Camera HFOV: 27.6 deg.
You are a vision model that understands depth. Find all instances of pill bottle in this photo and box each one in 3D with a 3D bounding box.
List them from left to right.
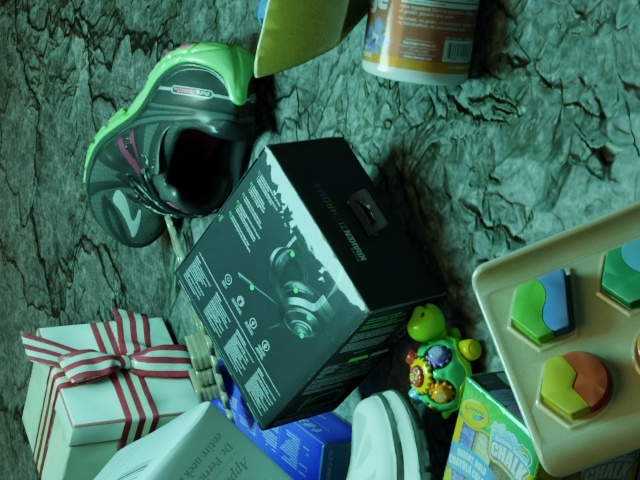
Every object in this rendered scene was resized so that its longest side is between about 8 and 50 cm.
[{"bbox_3d":[0.117,-0.284,1.424,0.121,0.121,0.216,29,115,57],"label":"pill bottle"}]

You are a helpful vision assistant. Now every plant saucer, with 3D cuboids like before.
[{"bbox_3d":[0.037,-0.367,1.473,0.333,0.081,0.332,-58,-16,-63],"label":"plant saucer"}]

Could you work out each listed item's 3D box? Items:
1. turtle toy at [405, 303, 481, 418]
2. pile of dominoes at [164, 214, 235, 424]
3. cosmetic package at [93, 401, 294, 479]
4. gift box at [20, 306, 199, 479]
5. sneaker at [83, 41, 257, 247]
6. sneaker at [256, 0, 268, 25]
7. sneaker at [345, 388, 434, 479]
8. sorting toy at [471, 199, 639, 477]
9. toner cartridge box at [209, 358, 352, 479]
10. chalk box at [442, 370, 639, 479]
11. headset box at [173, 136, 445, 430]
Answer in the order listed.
[{"bbox_3d":[0.131,0.136,1.463,0.095,0.066,0.130,-17,76,60],"label":"turtle toy"},{"bbox_3d":[-0.178,0.117,1.785,0.196,0.040,0.251,-119,14,-56],"label":"pile of dominoes"},{"bbox_3d":[-0.148,0.465,1.536,0.393,0.329,0.327,46,146,-6],"label":"cosmetic package"},{"bbox_3d":[-0.365,0.265,2.170,0.276,0.255,0.258,55,139,36],"label":"gift box"},{"bbox_3d":[-0.237,-0.109,2.003,0.483,0.185,0.202,-50,45,51],"label":"sneaker"},{"bbox_3d":[-0.045,-0.310,1.785,0.144,0.053,0.059,-15,80,61],"label":"sneaker"},{"bbox_3d":[-0.006,0.340,1.366,0.447,0.258,0.169,-91,-1,-47],"label":"sneaker"},{"bbox_3d":[0.252,0.080,1.151,0.038,0.193,0.208,51,-161,-63],"label":"sorting toy"},{"bbox_3d":[-0.056,0.291,1.795,0.348,0.075,0.165,27,115,58],"label":"toner cartridge box"},{"bbox_3d":[0.214,0.205,1.250,0.132,0.132,0.213,42,128,53],"label":"chalk box"},{"bbox_3d":[-0.018,0.046,1.570,0.246,0.131,0.283,58,133,22],"label":"headset box"}]
